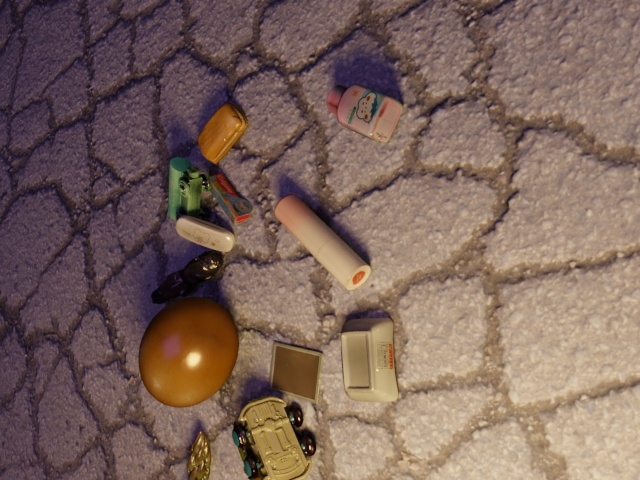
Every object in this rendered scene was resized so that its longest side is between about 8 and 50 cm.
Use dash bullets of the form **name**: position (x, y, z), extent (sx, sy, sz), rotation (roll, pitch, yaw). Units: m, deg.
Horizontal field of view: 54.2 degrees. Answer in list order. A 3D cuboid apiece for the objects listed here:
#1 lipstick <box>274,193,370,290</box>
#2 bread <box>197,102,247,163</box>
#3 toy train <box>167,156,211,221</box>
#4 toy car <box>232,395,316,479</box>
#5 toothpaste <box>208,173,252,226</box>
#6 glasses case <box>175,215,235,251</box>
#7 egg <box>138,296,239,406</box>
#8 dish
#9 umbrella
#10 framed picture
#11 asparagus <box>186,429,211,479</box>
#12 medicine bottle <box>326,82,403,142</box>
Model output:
- **lipstick**: position (0.000, 0.000, 1.700), extent (0.327, 0.087, 0.087), rotation (45, 113, 32)
- **bread**: position (-0.320, -0.343, 1.993), extent (0.200, 0.077, 0.116), rotation (-44, 69, 27)
- **toy train**: position (-0.435, -0.151, 2.006), extent (0.159, 0.101, 0.248), rotation (43, 138, 26)
- **toy car**: position (-0.147, 0.578, 1.727), extent (0.247, 0.204, 0.198), rotation (62, 144, 26)
- **toothpaste**: position (-0.281, -0.131, 1.958), extent (0.193, 0.070, 0.044), rotation (53, 146, 29)
- **glasses case**: position (-0.360, -0.021, 1.957), extent (0.194, 0.049, 0.074), rotation (19, 125, 5)
- **egg**: position (-0.391, 0.332, 1.852), extent (0.282, 0.283, 0.351), rotation (45, 118, 32)
- **dish**: position (0.111, 0.306, 1.593), extent (0.151, 0.077, 0.212), rotation (-9, 80, 37)
- **umbrella**: position (-0.438, 0.129, 2.029), extent (0.326, 0.090, 0.094), rotation (-34, 70, 31)
- **framed picture**: position (-0.071, 0.372, 1.771), extent (0.183, 0.011, 0.141), rotation (5, 89, 38)
- **asparagus**: position (-0.379, 0.718, 1.942), extent (0.080, 0.080, 0.286), rotation (13, 102, 38)
- **medicine bottle**: position (0.108, -0.342, 1.641), extent (0.188, 0.094, 0.119), rotation (32, 104, 35)
